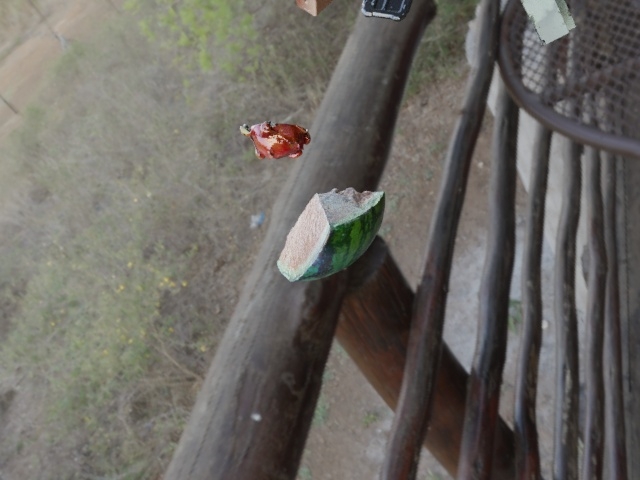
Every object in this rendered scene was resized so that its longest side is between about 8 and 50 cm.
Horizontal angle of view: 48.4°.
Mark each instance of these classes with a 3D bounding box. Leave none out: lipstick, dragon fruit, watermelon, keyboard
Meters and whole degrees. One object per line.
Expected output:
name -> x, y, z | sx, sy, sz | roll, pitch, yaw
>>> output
lipstick -> 0.023, -0.424, 1.136 | 0.045, 0.045, 0.145 | 35, 70, 19
dragon fruit -> -0.081, -0.188, 1.383 | 0.112, 0.126, 0.068 | -3, 83, 47
watermelon -> 0.012, 0.017, 1.188 | 0.231, 0.128, 0.146 | -56, 8, 35
keyboard -> 0.168, -0.582, 1.547 | 0.106, 0.016, 0.262 | 14, 68, 14

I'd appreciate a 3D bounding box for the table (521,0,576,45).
table -> 0.405, -0.457, 1.321 | 0.062, 0.175, 0.146 | -24, 8, 29
